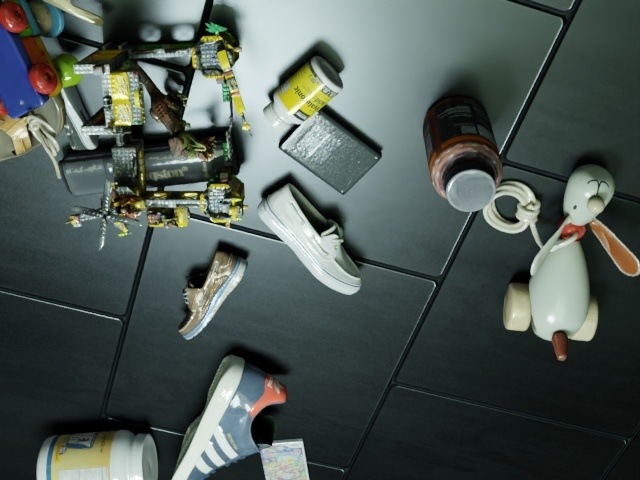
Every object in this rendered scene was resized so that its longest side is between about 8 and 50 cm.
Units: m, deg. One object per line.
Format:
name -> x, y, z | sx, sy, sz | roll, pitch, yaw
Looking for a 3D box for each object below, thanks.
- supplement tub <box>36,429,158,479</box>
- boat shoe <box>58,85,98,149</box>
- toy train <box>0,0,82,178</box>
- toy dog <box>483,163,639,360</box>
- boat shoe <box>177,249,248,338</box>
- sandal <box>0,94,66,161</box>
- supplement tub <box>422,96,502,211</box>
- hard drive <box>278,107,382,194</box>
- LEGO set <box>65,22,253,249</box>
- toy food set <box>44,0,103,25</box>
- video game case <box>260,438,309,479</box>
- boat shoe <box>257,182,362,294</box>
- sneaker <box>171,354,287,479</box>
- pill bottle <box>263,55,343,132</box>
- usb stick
supplement tub -> -0.422, 0.437, 1.796 | 0.200, 0.144, 0.144 | -5, 124, 3
boat shoe -> -0.380, -0.194, 1.419 | 0.040, 0.049, 0.142 | -12, 126, 9
toy train -> -0.381, -0.217, 1.307 | 0.105, 0.143, 0.248 | -18, 103, 28
toy dog -> 0.397, 0.058, 1.522 | 0.220, 0.161, 0.333 | -12, 124, 8
boat shoe -> -0.199, 0.088, 1.609 | 0.066, 0.066, 0.183 | 32, 109, -15
sandal -> -0.467, -0.165, 1.413 | 0.219, 0.060, 0.090 | -20, 115, 27
supplement tub -> 0.207, -0.123, 1.375 | 0.106, 0.198, 0.106 | 1, 125, 1
hard drive -> 0.016, -0.140, 1.470 | 0.135, 0.022, 0.094 | 35, 118, -21
LEGO set -> -0.222, -0.143, 1.331 | 0.255, 0.192, 0.331 | 7, 111, -1
toy food set -> -0.311, -0.401, 1.288 | 0.132, 0.038, 0.192 | 26, 113, -24
video game case -> -0.071, 0.443, 1.880 | 0.087, 0.011, 0.122 | -5, 124, 4
boat shoe -> 0.000, 0.000, 1.530 | 0.076, 0.083, 0.226 | -38, 116, 25
sneaker -> -0.171, 0.377, 1.762 | 0.148, 0.131, 0.350 | 23, 122, -10
pill bottle -> -0.028, -0.213, 1.395 | 0.116, 0.065, 0.065 | -38, 117, 24
usb stick -> -0.267, -0.116, 1.474 | 0.278, 0.045, 0.077 | -6, 124, 4
